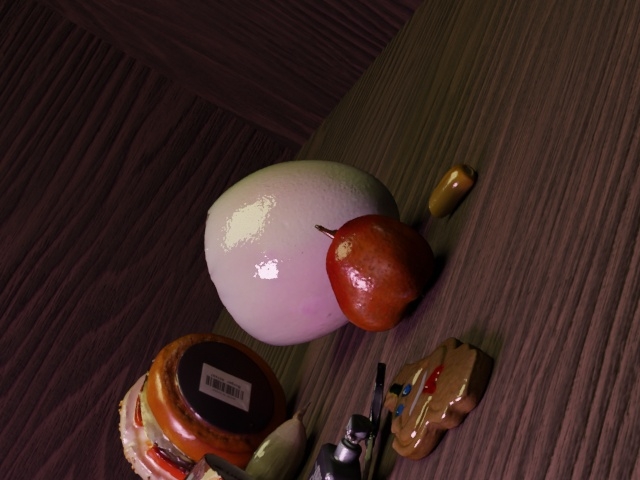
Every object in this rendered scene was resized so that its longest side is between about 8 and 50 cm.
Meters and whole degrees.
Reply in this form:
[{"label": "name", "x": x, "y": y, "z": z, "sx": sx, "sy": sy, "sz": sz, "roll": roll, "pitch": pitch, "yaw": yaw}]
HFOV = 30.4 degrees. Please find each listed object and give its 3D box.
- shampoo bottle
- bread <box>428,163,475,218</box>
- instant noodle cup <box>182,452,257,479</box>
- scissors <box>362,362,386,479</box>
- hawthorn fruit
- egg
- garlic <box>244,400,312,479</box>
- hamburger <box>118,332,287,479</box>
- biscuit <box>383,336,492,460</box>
[{"label": "shampoo bottle", "x": 0.006, "y": 0.397, "z": 1.754, "sx": 0.098, "sy": 0.071, "sz": 0.310, "roll": -90, "pitch": 23, "yaw": -72}, {"label": "bread", "x": 0.239, "y": -0.094, "z": 2.149, "sx": 0.103, "sy": 0.049, "sz": 0.062, "roll": -52, "pitch": 13, "yaw": 31}, {"label": "instant noodle cup", "x": -0.196, "y": 0.521, "z": 2.069, "sx": 0.231, "sy": 0.243, "sz": 0.243, "roll": -54, "pitch": 10, "yaw": -2}, {"label": "scissors", "x": 0.074, "y": 0.322, "z": 1.814, "sx": 0.109, "sy": 0.022, "sz": 0.300, "roll": 95, "pitch": -173, "yaw": -46}, {"label": "hawthorn fruit", "x": 0.083, "y": 0.038, "z": 2.054, "sx": 0.197, "sy": 0.225, "sz": 0.196, "roll": -52, "pitch": 0, "yaw": 0}, {"label": "egg", "x": 0.000, "y": 0.000, "z": 2.306, "sx": 0.339, "sy": 0.354, "sz": 0.355, "roll": -24, "pitch": 29, "yaw": 30}, {"label": "garlic", "x": -0.075, "y": 0.398, "z": 2.224, "sx": 0.198, "sy": 0.090, "sz": 0.128, "roll": -64, "pitch": -3, "yaw": 6}, {"label": "hamburger", "x": -0.249, "y": 0.374, "z": 2.468, "sx": 0.250, "sy": 0.330, "sz": 0.330, "roll": -48, "pitch": 15, "yaw": 35}, {"label": "biscuit", "x": 0.153, "y": 0.223, "z": 1.704, "sx": 0.183, "sy": 0.047, "sz": 0.320, "roll": -58, "pitch": 8, "yaw": -5}]
